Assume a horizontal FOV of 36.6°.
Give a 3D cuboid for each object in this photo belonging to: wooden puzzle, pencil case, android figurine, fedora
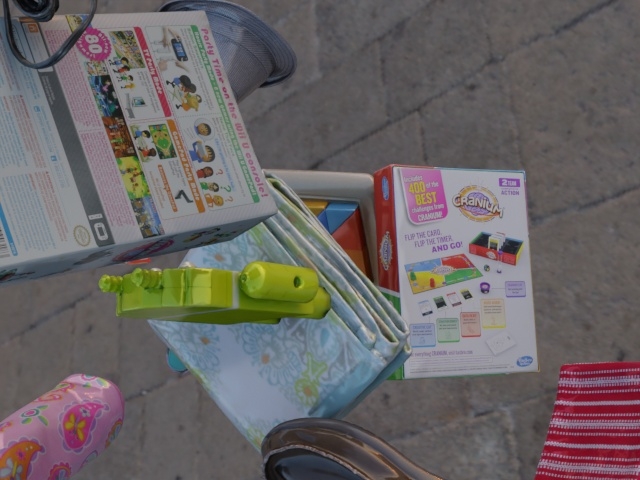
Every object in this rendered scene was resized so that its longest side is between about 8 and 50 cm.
[{"bbox_3d":[0.000,0.000,1.591,0.221,0.238,0.044,5,32,25],"label":"wooden puzzle"},{"bbox_3d":[-0.387,0.282,1.323,0.124,0.284,0.124,7,109,20],"label":"pencil case"},{"bbox_3d":[-0.125,0.064,1.138,0.248,0.273,0.056,-11,74,46],"label":"android figurine"},{"bbox_3d":[-0.189,-0.303,1.683,0.276,0.244,0.124,10,68,41],"label":"fedora"}]

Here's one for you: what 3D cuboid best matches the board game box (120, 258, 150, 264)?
[{"bbox_3d":[-0.363,-0.028,1.715,0.193,0.045,0.146,-3,92,59],"label":"board game box"}]

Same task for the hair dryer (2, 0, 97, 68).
[{"bbox_3d":[-0.289,-0.282,0.838,0.080,0.224,0.293,112,164,-73],"label":"hair dryer"}]

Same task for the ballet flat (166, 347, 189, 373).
[{"bbox_3d":[-0.224,0.130,1.736,0.077,0.079,0.221,16,102,11],"label":"ballet flat"}]

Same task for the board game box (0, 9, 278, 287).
[{"bbox_3d":[-0.213,-0.088,0.878,0.097,0.303,0.224,-30,77,49],"label":"board game box"}]

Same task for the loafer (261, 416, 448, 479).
[{"bbox_3d":[0.074,0.340,1.212,0.366,0.130,0.133,19,129,20],"label":"loafer"}]

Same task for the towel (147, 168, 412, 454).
[{"bbox_3d":[-0.068,0.124,1.363,0.320,0.090,0.374,49,132,11],"label":"towel"}]

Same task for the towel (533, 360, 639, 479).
[{"bbox_3d":[0.351,0.284,1.256,0.199,0.031,0.274,-15,51,61],"label":"towel"}]

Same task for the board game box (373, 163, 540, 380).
[{"bbox_3d":[0.207,0.049,1.468,0.064,0.242,0.316,162,108,-65],"label":"board game box"}]
